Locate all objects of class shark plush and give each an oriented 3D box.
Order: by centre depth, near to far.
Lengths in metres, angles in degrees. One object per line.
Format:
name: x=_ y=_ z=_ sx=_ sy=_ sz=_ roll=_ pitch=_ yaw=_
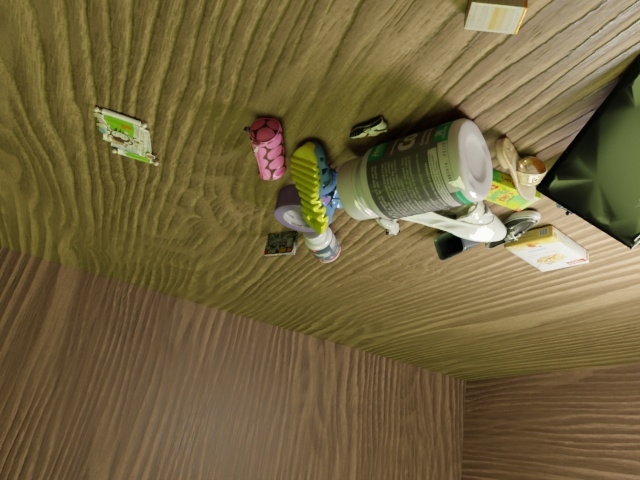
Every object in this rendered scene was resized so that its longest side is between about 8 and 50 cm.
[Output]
shark plush: x=0.240 y=-0.055 z=1.779 sx=0.067 sy=0.073 sz=0.161 roll=20 pitch=-176 yaw=30

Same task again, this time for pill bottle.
pill bottle: x=0.231 y=-0.165 z=1.316 sx=0.361 sy=0.204 sz=0.204 roll=-12 pitch=148 yaw=39
pill bottle: x=0.000 y=0.000 z=1.893 sx=0.108 sy=0.108 sz=0.180 roll=1 pitch=154 yaw=21

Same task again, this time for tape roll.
tape roll: x=-0.057 y=-0.104 z=1.720 sx=0.189 sy=0.080 sz=0.189 roll=9 pitch=155 yaw=4

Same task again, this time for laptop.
laptop: x=0.792 y=-0.188 z=1.144 sx=0.408 sy=0.236 sz=0.382 roll=35 pitch=141 yaw=13

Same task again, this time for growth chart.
growth chart: x=-0.588 y=-0.313 z=1.551 sx=0.171 sy=0.021 sz=0.237 roll=13 pitch=155 yaw=-4

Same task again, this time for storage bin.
storage bin: x=0.466 y=0.002 z=1.745 sx=0.091 sy=0.098 sz=0.135 roll=-9 pitch=166 yaw=-29

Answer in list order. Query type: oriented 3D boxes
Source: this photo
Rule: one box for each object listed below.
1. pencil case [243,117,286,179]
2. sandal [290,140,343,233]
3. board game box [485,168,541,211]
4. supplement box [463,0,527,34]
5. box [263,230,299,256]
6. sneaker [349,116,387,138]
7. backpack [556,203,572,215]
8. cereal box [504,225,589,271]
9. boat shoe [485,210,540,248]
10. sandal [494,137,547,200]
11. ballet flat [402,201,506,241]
pencil case: x=-0.147 y=-0.245 z=1.422 sx=0.095 sy=0.098 sz=0.209 roll=13 pitch=157 yaw=10
sandal: x=0.002 y=-0.170 z=1.522 sx=0.126 sy=0.138 sz=0.317 roll=41 pitch=156 yaw=33
board game box: x=0.514 y=-0.143 z=1.445 sx=0.181 sy=0.043 sz=0.092 roll=16 pitch=156 yaw=-13
supplement box: x=0.317 y=-0.415 z=0.932 sx=0.098 sy=0.036 sz=0.062 roll=8 pitch=156 yaw=4
box: x=-0.154 y=0.015 z=2.004 sx=0.137 sy=0.094 sz=0.027 roll=-6 pitch=152 yaw=32
sneaker: x=0.122 y=-0.278 z=1.311 sx=0.109 sy=0.040 sz=0.043 roll=-11 pitch=150 yaw=40
backpack: x=0.660 y=-0.138 z=1.321 sx=0.084 sy=0.105 sz=0.114 roll=22 pitch=153 yaw=-21
cereal box: x=0.760 y=0.032 z=1.724 sx=0.240 sy=0.047 sz=0.173 roll=26 pitch=152 yaw=-31
boat shoe: x=0.607 y=-0.029 z=1.625 sx=0.077 sy=0.070 sz=0.219 roll=18 pitch=155 yaw=-17
sandal: x=0.531 y=-0.179 z=1.304 sx=0.079 sy=0.088 sz=0.240 roll=-6 pitch=147 yaw=44
ballet flat: x=0.388 y=-0.094 z=1.526 sx=0.400 sy=0.139 sz=0.139 roll=14 pitch=156 yaw=-5
